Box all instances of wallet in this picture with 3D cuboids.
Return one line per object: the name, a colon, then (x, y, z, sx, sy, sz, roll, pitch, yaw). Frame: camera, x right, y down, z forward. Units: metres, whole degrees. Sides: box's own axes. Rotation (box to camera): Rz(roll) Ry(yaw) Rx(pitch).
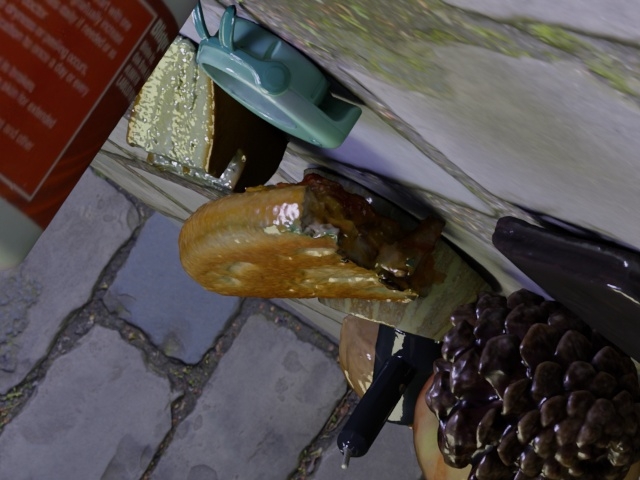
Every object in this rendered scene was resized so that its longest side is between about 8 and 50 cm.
wallet: (0.262, 0.084, 1.384, 0.309, 0.042, 0.165, 37, 175, -32)

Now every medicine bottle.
medicine bottle: (-0.205, -0.143, 1.048, 0.252, 0.241, 0.252, 34, 175, 3)

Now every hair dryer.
hair dryer: (0.061, 0.154, 1.873, 0.071, 0.219, 0.124, 16, 125, 15)

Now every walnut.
walnut: (0.101, 0.119, 2.066, 0.184, 0.155, 0.155, 23, 178, -20)

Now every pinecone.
pinecone: (0.174, 0.129, 1.640, 0.204, 0.179, 0.184, 50, 164, 38)

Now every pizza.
pizza: (0.000, 0.000, 1.659, 0.228, 0.081, 0.289, 13, 165, -14)

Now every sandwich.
sandwich: (-0.097, -0.091, 1.666, 0.090, 0.088, 0.244, 28, 173, 18)

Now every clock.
clock: (-0.040, -0.117, 1.364, 0.135, 0.041, 0.101, 40, 172, -41)

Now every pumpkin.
pumpkin: (0.056, 0.031, 1.814, 0.217, 0.110, 0.217, 28, 171, 5)

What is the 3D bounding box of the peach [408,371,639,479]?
peach: (0.205, 0.196, 1.852, 0.232, 0.232, 0.232, 33, 175, 4)
